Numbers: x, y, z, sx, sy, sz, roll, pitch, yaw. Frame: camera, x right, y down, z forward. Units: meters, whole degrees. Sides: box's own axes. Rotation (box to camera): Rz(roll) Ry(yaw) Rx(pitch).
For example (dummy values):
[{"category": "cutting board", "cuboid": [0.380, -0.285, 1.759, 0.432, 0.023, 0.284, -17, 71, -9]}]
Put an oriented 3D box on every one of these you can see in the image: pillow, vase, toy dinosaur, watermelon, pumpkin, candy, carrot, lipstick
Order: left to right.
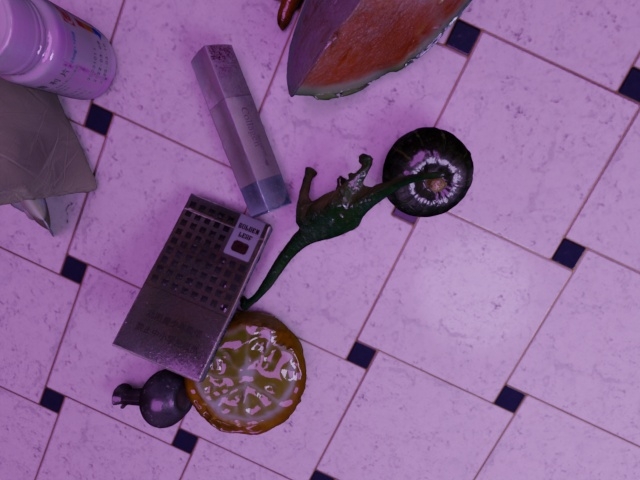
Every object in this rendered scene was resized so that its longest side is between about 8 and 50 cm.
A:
[{"category": "pillow", "cuboid": [-0.570, -0.198, 0.722, 0.076, 0.274, 0.281, -21, 98, 21]}, {"category": "vase", "cuboid": [-0.371, 0.343, 0.884, 0.182, 0.120, 0.120, -7, 99, 19]}, {"category": "lipstick", "cuboid": [-0.151, -0.205, 0.777, 0.068, 0.066, 0.318, -13, 100, 49]}, {"category": "candy", "cuboid": [-0.154, 0.276, 0.848, 0.259, 0.118, 0.260, 0, 99, 1]}, {"category": "carrot", "cuboid": [-0.029, -0.481, 0.744, 0.047, 0.047, 0.191, 34, 101, -2]}, {"category": "toy dinosaur", "cuboid": [0.000, 0.000, 0.739, 0.087, 0.447, 0.301, 30, 70, -34]}, {"category": "watermelon", "cuboid": [0.115, -0.387, 0.683, 0.222, 0.319, 0.292, 22, 144, -27]}, {"category": "pumpkin", "cuboid": [0.198, -0.124, 0.747, 0.167, 0.125, 0.167, 0, 92, -3]}]

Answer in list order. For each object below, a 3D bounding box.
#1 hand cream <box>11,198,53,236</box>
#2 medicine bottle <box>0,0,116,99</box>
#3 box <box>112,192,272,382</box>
[{"category": "hand cream", "cuboid": [-0.615, -0.152, 0.810, 0.093, 0.147, 0.306, -32, 99, -30]}, {"category": "medicine bottle", "cuboid": [-0.488, -0.337, 0.698, 0.151, 0.254, 0.152, 1, 101, 5]}, {"category": "box", "cuboid": [-0.240, 0.083, 0.787, 0.180, 0.047, 0.325, 22, 75, 4]}]
